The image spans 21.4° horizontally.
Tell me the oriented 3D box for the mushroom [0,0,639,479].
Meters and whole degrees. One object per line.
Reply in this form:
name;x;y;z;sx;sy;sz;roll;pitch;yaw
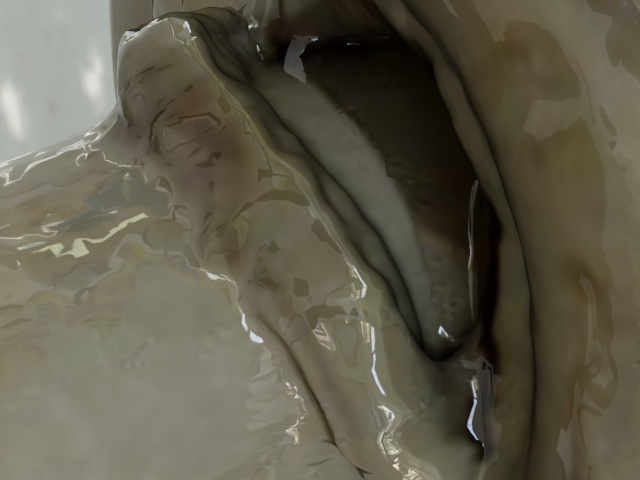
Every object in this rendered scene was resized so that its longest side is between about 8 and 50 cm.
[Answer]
mushroom;0.000;0.000;0.406;0.292;0.290;0.293;40;-43;50
